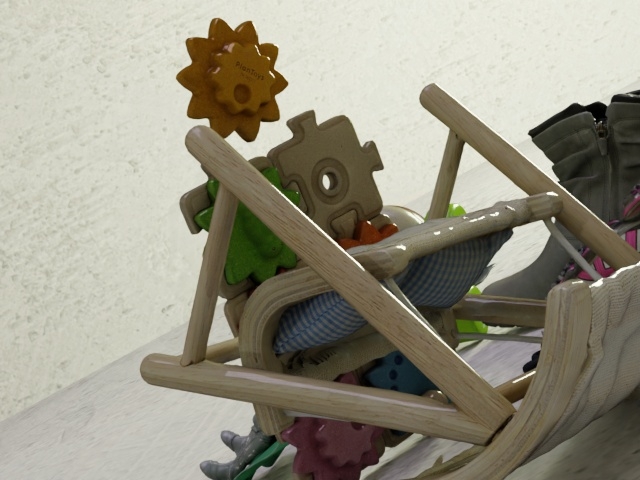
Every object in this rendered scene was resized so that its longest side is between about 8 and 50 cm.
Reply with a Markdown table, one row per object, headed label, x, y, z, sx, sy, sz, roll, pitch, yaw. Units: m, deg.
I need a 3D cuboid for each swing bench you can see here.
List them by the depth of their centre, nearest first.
| label | x | y | z | sx | sy | sz | roll | pitch | yaw |
| --- | --- | --- | --- | --- | --- | --- | --- | --- | --- |
| swing bench | 0.082 | 0.034 | 0.828 | 0.254 | 0.165 | 0.253 | 25 | 23 | 31 |

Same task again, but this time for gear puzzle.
| label | x | y | z | sx | sy | sz | roll | pitch | yaw |
| --- | --- | --- | --- | --- | --- | --- | --- | --- | --- |
| gear puzzle | 0.000 | 0.000 | 1.011 | 0.175 | 0.339 | 0.044 | -29 | 13 | -34 |

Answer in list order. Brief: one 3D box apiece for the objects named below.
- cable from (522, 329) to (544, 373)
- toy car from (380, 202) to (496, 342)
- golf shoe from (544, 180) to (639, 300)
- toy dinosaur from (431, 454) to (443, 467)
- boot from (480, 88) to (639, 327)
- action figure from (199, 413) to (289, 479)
| label | x | y | z | sx | sy | sz | roll | pitch | yaw |
| --- | --- | --- | --- | --- | --- | --- | --- | --- | --- |
| cable | 0.224 | 0.047 | 1.017 | 0.184 | 0.047 | 0.150 | -22 | 7 | 43 |
| toy car | 0.098 | 0.037 | 1.396 | 0.155 | 0.149 | 0.188 | -11 | -1 | 26 |
| golf shoe | 0.247 | 0.015 | 1.124 | 0.186 | 0.086 | 0.067 | -52 | -6 | 34 |
| toy dinosaur | 0.060 | 0.162 | 0.748 | 0.092 | 0.053 | 0.183 | -11 | 6 | -12 |
| boot | 0.215 | -0.030 | 1.219 | 0.246 | 0.161 | 0.083 | -24 | 5 | 36 |
| action figure | -0.011 | 0.107 | 1.138 | 0.232 | 0.063 | 0.137 | -51 | 4 | 28 |
